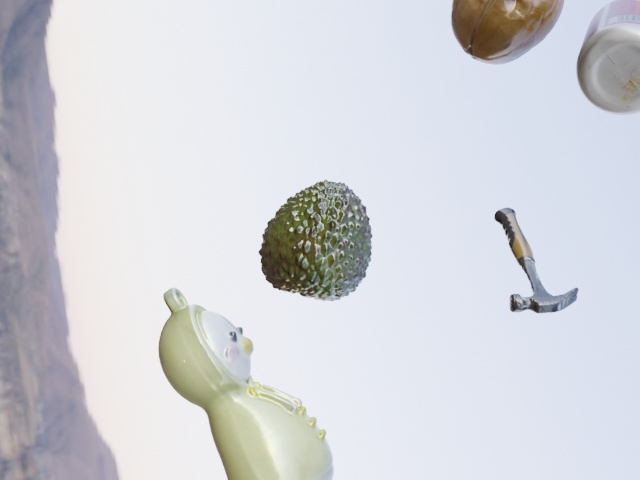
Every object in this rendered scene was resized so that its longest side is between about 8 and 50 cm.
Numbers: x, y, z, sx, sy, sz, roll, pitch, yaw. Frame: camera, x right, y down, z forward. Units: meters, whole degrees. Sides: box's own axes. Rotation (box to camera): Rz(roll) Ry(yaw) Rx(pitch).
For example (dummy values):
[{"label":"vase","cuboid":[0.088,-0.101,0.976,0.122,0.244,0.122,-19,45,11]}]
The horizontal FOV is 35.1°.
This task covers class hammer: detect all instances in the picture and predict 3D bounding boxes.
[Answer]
[{"label":"hammer","cuboid":[0.237,0.020,1.153,0.201,0.078,0.021,-95,-173,-58]}]

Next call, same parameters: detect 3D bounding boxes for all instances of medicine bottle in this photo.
[{"label":"medicine bottle","cuboid":[0.447,-0.277,1.472,0.250,0.131,0.131,-53,147,-58]}]

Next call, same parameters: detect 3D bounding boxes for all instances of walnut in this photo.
[{"label":"walnut","cuboid":[0.305,-0.386,1.646,0.207,0.167,0.167,-50,-151,5]}]

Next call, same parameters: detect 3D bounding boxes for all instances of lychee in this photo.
[{"label":"lychee","cuboid":[0.000,0.000,1.379,0.171,0.171,0.171,172,-90,-73]}]

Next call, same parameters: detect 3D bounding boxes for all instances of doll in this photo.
[{"label":"doll","cuboid":[-0.067,0.173,0.989,0.296,0.117,0.141,64,12,-1]}]
